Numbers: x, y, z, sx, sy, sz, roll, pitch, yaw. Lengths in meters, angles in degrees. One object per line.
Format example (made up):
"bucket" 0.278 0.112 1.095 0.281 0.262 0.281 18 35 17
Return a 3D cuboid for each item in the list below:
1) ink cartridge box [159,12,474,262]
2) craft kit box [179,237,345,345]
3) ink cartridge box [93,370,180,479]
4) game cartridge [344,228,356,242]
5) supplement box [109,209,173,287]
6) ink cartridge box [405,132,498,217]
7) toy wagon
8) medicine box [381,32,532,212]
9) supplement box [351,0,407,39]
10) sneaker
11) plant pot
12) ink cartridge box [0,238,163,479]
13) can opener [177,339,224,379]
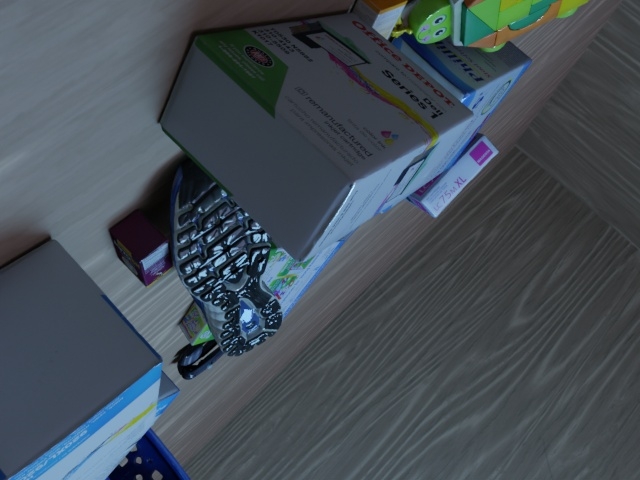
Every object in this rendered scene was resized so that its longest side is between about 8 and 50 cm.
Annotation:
"ink cartridge box" 0.010 -0.126 0.684 0.278 0.201 0.117 -33 162 -50
"craft kit box" -0.106 0.077 1.206 0.246 0.061 0.250 -11 144 -53
"ink cartridge box" -0.313 0.227 0.869 0.203 0.148 0.086 -50 169 14
"game cartridge" 0.000 0.000 1.442 0.355 0.068 0.230 -48 164 11
"supplement box" -0.206 0.011 0.753 0.043 0.055 0.083 -41 166 -23
"ink cartridge box" 0.233 -0.172 1.419 0.186 0.065 0.311 -46 -158 2
"toy wagon" 0.255 -0.341 0.865 0.344 0.068 0.267 -26 165 5
"medicine box" 0.182 -0.223 1.102 0.289 0.149 0.263 -35 164 -47
"supplement box" 0.059 -0.263 0.810 0.062 0.036 0.098 -36 164 -42
"sneaker" -0.143 0.015 0.844 0.130 0.147 0.330 -29 144 -22
"plant pot" -0.434 0.558 1.376 0.212 0.236 0.236 -43 170 13
"ink cartridge box" -0.284 0.154 0.667 0.168 0.171 0.233 -39 166 -31
"can opener" -0.242 0.244 1.398 0.073 0.059 0.186 -53 166 26
